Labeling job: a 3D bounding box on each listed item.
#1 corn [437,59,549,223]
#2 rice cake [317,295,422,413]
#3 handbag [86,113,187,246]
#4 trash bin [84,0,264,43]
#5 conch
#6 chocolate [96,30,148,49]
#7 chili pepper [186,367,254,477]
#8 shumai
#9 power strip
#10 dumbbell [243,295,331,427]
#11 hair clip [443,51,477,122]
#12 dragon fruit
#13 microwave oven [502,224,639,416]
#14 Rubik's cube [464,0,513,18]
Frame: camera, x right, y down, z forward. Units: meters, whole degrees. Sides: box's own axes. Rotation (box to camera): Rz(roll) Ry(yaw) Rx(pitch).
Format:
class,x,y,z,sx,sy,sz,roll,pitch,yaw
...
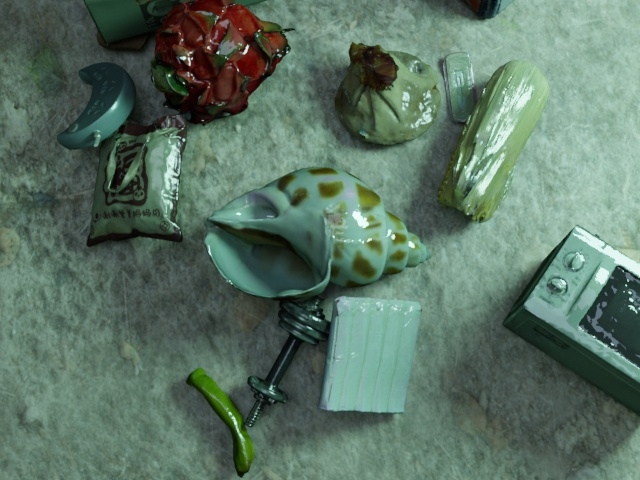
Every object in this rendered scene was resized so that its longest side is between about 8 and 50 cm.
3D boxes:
class,x,y,z,sx,sy,sz,roll,pitch,yaw
corn,0.308,-0.173,1.518,0.122,0.123,0.305,24,82,6
rice cake,0.085,0.196,1.463,0.189,0.037,0.198,7,83,-29
handbag,-0.324,-0.104,1.547,0.213,0.127,0.235,-3,75,32
trash bin,-0.270,-0.527,1.594,0.343,0.158,0.223,-12,67,0
conch,-0.001,0.000,1.462,0.368,0.197,0.249,8,73,13
chocolate,-0.378,-0.394,1.653,0.100,0.031,0.064,7,72,9
chili pepper,-0.166,0.311,1.491,0.050,0.052,0.202,-23,74,-35
shumai,0.122,-0.278,1.554,0.201,0.120,0.201,-1,76,4
power strip,-0.405,-0.244,1.564,0.137,0.044,0.216,-12,51,19
dumbbell,-0.064,0.208,1.483,0.110,0.110,0.254,29,89,9
hair clip,0.262,-0.283,1.594,0.054,0.022,0.137,-7,79,3
dragon fruit,-0.173,-0.329,1.555,0.293,0.234,0.234,-13,75,-36
microwave oven,0.479,0.133,1.388,0.295,0.237,0.181,34,81,10
Rubik's cube,0.320,-0.649,1.515,0.313,0.316,0.318,-40,78,-5
